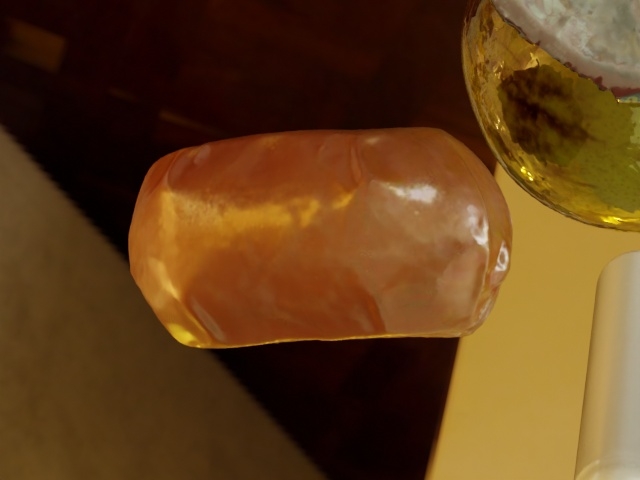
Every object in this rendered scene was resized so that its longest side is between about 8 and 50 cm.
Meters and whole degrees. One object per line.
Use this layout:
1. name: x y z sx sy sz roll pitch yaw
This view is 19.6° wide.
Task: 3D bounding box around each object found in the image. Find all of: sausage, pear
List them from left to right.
1. sausage: 0.000 -0.001 1.234 0.268 0.141 0.153 -2 180 24
2. pear: 0.229 -0.145 1.265 0.283 0.284 0.284 11 148 7

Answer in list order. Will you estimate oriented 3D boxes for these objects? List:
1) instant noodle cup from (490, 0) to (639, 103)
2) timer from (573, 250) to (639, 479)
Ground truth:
1. instant noodle cup: 0.184 -0.213 1.001 0.274 0.274 0.091 26 -176 -17
2. timer: 0.211 0.137 0.841 0.194 0.195 0.192 6 120 10
